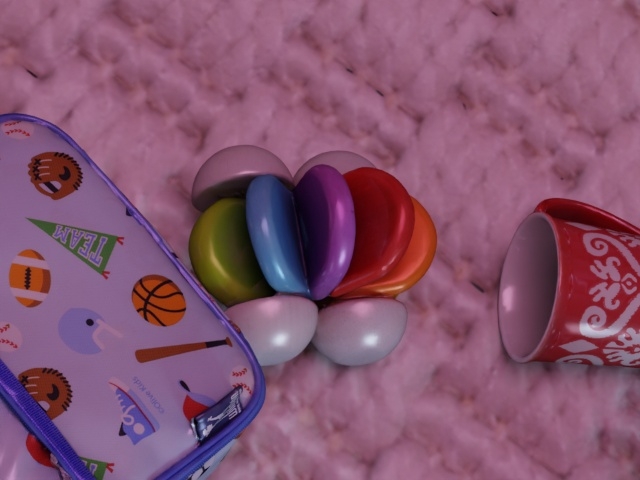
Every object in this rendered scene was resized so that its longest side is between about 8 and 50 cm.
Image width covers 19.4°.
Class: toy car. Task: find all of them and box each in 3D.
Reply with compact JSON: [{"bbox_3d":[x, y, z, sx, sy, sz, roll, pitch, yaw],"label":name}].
[{"bbox_3d":[0.000,0.000,1.341,0.182,0.136,0.159,2,67,-30],"label":"toy car"}]

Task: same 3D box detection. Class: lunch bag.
[{"bbox_3d":[-0.195,0.077,1.252,0.303,0.115,0.243,49,50,9],"label":"lunch bag"}]

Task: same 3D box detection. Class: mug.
[{"bbox_3d":[0.234,0.029,1.420,0.169,0.113,0.150,8,68,-16],"label":"mug"}]
